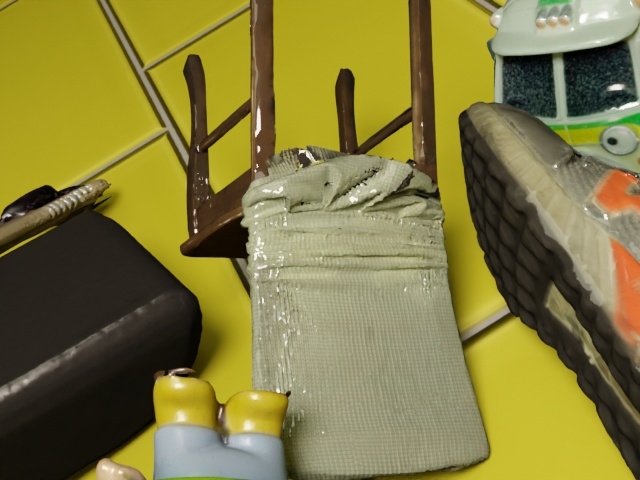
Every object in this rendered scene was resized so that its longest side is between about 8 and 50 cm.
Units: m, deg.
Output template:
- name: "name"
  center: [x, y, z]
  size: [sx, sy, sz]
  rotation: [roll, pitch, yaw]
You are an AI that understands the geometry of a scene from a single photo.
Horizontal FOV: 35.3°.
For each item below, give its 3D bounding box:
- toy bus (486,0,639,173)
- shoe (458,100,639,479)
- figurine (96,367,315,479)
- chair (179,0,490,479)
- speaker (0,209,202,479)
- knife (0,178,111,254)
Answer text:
- name: "toy bus"
  center: [0.221, -0.166, 0.740]
  size: [0.133, 0.165, 0.276]
  rotation: [0, 46, 36]
- name: "shoe"
  center: [0.205, 0.007, 0.574]
  size: [0.171, 0.132, 0.336]
  rotation: [-23, 46, -5]
- name: "figurine"
  center: [-0.056, 0.200, 0.487]
  size: [0.143, 0.162, 0.263]
  rotation: [-38, 44, 56]
- name: "chair"
  center: [0.000, 0.000, 0.688]
  size: [0.186, 0.160, 0.319]
  rotation: [151, 118, -63]
- name: "speaker"
  center: [-0.267, 0.160, 0.738]
  size: [0.388, 0.184, 0.180]
  rotation: [-31, 37, -19]
- name: "knife"
  center: [-0.270, -0.009, 0.851]
  size: [0.089, 0.043, 0.365]
  rotation: [-33, 6, 14]
